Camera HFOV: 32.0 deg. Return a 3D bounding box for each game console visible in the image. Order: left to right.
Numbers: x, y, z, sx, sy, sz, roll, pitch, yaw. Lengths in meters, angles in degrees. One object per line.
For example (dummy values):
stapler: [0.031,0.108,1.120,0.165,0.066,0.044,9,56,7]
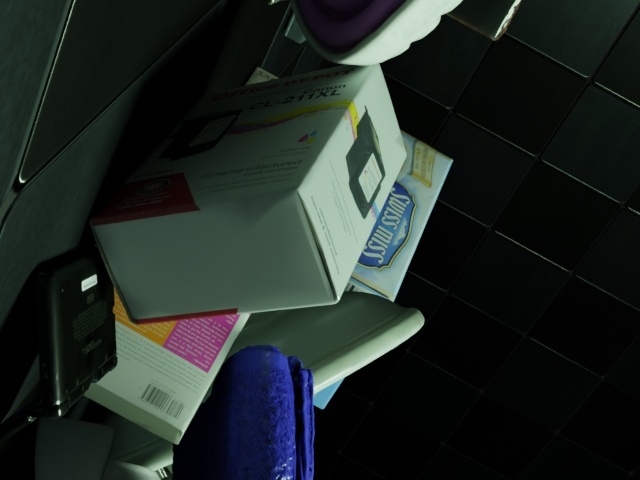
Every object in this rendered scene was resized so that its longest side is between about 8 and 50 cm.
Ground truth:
game console: [-0.156,0.062,0.597,0.122,0.071,0.107,-68,157,-83]

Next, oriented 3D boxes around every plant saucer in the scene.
plant saucer: [-0.089,0.132,1.173,0.400,0.101,0.400,-26,178,-1]

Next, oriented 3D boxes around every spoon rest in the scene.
spoon rest: [-0.182,0.210,0.893,0.276,0.137,0.084,93,7,-69]

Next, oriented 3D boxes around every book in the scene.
book: [-0.105,0.056,0.755,0.144,0.096,0.035,-61,180,-42]

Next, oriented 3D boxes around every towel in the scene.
towel: [-0.056,0.249,0.796,0.227,0.076,0.308,131,-38,-61]

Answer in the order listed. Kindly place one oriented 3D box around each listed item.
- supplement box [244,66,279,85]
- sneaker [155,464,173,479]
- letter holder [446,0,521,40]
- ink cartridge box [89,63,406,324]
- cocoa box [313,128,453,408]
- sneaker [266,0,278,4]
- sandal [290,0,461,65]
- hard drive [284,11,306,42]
supplement box: [-0.063,-0.082,0.890,0.098,0.036,0.062,-61,180,-36]
sneaker: [-0.201,0.282,1.264,0.267,0.101,0.106,-28,-159,9]
letter holder: [0.131,-0.321,0.729,0.302,0.152,0.214,-61,-178,29]
ink cartridge box: [-0.034,-0.032,0.652,0.175,0.127,0.072,-63,139,-55]
cocoa box: [0.000,0.000,1.487,0.231,0.228,0.347,-61,180,39]
sneaker: [0.011,-0.181,0.367,0.106,0.078,0.234,-64,-175,-24]
sandal: [0.055,-0.220,0.514,0.102,0.169,0.416,-14,153,-28]
hard drive: [0.015,-0.240,0.934,0.135,0.022,0.094,-61,180,43]
